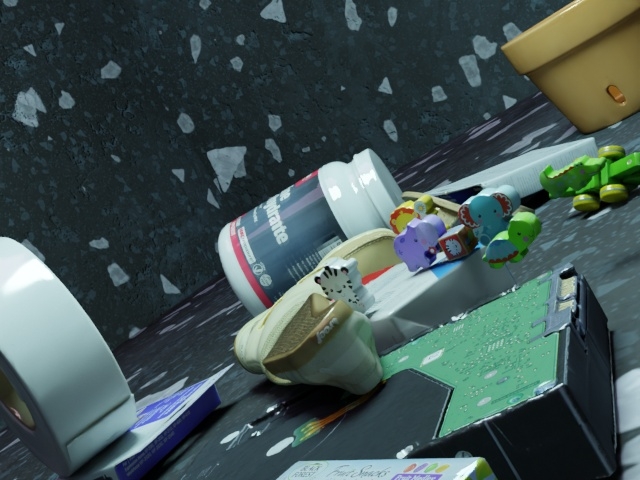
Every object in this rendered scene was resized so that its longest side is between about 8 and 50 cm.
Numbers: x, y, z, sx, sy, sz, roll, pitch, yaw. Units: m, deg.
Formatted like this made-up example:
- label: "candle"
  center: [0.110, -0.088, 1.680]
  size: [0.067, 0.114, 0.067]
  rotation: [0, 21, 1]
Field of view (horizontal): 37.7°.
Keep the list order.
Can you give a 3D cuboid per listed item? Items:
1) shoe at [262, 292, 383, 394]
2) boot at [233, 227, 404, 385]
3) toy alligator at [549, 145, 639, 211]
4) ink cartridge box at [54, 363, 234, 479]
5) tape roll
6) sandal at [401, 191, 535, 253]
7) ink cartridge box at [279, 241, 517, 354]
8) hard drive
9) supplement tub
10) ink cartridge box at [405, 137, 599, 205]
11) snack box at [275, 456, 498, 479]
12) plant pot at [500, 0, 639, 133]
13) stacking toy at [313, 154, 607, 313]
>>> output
- label: "shoe"
  center: [0.002, 0.085, 0.724]
  size: [0.076, 0.058, 0.219]
  rotation: [-52, 4, -7]
- label: "boot"
  center: [0.021, 0.075, 1.119]
  size: [0.262, 0.095, 0.203]
  rotation: [-34, 5, -12]
- label: "toy alligator"
  center: [0.327, -0.071, 1.007]
  size: [0.051, 0.056, 0.189]
  rotation: [13, -20, -29]
- label: "ink cartridge box"
  center: [-0.214, 0.246, 1.143]
  size: [0.208, 0.045, 0.206]
  rotation: [-30, 6, 35]
- label: "tape roll"
  center: [-0.343, 0.139, 1.112]
  size: [0.100, 0.286, 0.286]
  rotation: [-36, 7, -30]
- label: "sandal"
  center: [0.174, -0.013, 1.216]
  size: [0.088, 0.079, 0.240]
  rotation: [16, -3, -31]
- label: "ink cartridge box"
  center: [0.069, 0.080, 0.890]
  size: [0.134, 0.078, 0.231]
  rotation: [-33, 6, -28]
- label: "hard drive"
  center: [0.029, 0.142, 0.625]
  size: [0.339, 0.064, 0.237]
  rotation: [-30, 5, 20]
- label: "supplement tub"
  center: [0.000, 0.000, 1.428]
  size: [0.272, 0.191, 0.191]
  rotation: [-31, 5, 12]
- label: "ink cartridge box"
  center: [0.253, -0.080, 1.336]
  size: [0.224, 0.045, 0.223]
  rotation: [-20, 4, -8]
- label: "snack box"
  center: [0.038, 0.139, 0.382]
  size: [0.037, 0.100, 0.141]
  rotation: [-35, 6, -32]
- label: "plant pot"
  center: [0.481, -0.316, 1.575]
  size: [0.290, 0.203, 0.291]
  rotation: [-32, 5, 3]
- label: "stacking toy"
  center: [0.117, -0.013, 0.802]
  size: [0.221, 0.052, 0.167]
  rotation: [-22, 10, 40]
